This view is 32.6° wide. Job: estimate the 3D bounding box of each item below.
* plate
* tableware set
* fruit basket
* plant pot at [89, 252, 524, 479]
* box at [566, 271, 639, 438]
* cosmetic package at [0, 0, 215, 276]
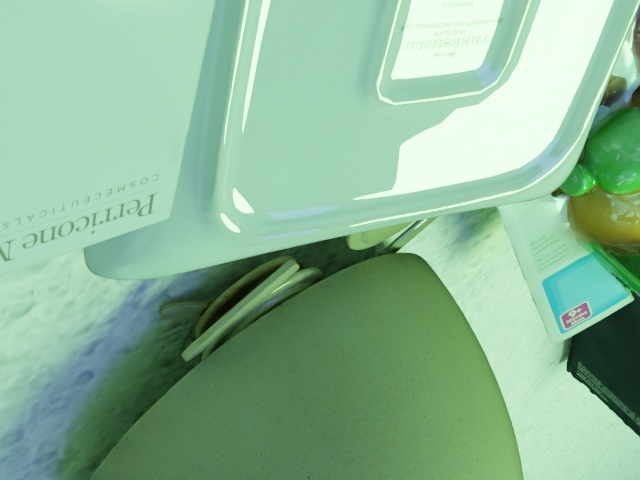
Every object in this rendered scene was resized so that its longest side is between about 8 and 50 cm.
[{"bbox_3d":[0.046,-0.100,0.458,0.277,0.045,0.278,-11,135,-28],"label":"plate"},{"bbox_3d":[0.000,0.000,0.626,0.194,0.039,0.128,-41,163,4],"label":"tableware set"},{"bbox_3d":[0.250,-0.100,0.688,0.327,0.165,0.353,-37,146,-4],"label":"fruit basket"},{"bbox_3d":[0.018,0.172,0.684,0.284,0.191,0.284,-35,159,-15],"label":"plant pot"},{"bbox_3d":[0.417,0.040,1.100,0.296,0.183,0.294,-39,151,-12],"label":"box"},{"bbox_3d":[-0.092,-0.094,0.315,0.117,0.085,0.231,-23,145,-35],"label":"cosmetic package"}]
